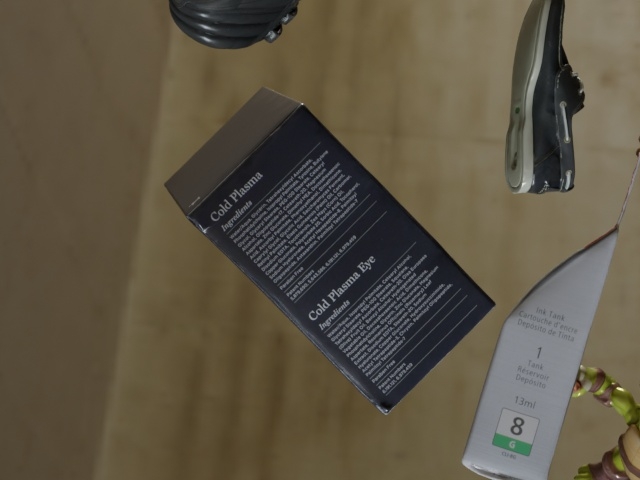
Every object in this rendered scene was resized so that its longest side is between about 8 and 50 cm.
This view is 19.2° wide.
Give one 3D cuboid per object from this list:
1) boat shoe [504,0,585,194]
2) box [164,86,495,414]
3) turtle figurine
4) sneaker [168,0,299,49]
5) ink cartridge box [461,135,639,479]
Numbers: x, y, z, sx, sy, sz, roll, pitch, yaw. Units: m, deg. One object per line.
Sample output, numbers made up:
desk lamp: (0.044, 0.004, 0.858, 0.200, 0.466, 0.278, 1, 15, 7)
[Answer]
boat shoe: (0.259, -0.168, 2.135, 0.084, 0.079, 0.233, -151, 64, -77)
box: (0.000, 0.000, 2.161, 0.179, 0.312, 0.343, -45, 12, -1)
turtle figurine: (0.292, 0.190, 1.734, 0.087, 0.269, 0.217, -35, -24, -23)
sneaker: (-0.009, -0.252, 1.675, 0.147, 0.295, 0.105, 114, 139, -55)
ink cartridge box: (0.140, 0.023, 1.095, 0.181, 0.056, 0.225, 6, -81, -82)
